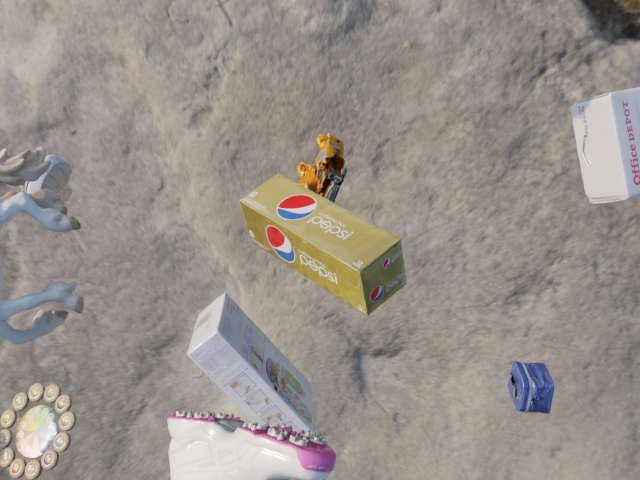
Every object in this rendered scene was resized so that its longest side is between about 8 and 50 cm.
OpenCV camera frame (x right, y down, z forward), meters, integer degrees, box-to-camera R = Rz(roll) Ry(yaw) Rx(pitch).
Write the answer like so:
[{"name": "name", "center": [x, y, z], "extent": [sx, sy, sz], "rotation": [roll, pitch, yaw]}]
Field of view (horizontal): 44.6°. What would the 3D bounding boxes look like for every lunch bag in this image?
[{"name": "lunch bag", "center": [0.360, 0.256, 1.349], "extent": [0.065, 0.098, 0.067], "rotation": [4, 110, 0]}]

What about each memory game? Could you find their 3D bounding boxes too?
[{"name": "memory game", "center": [-0.543, 0.360, 1.479], "extent": [0.186, 0.012, 0.186], "rotation": [-10, 64, 20]}]

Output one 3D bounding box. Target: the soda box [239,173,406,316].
[{"name": "soda box", "center": [0.000, 0.000, 0.780], "extent": [0.058, 0.061, 0.181], "rotation": [-37, 46, -26]}]

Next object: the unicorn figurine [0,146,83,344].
[{"name": "unicorn figurine", "center": [-0.196, 0.025, 0.451], "extent": [0.111, 0.060, 0.162], "rotation": [-1, 67, -38]}]

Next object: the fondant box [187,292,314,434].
[{"name": "fondant box", "center": [-0.154, 0.303, 1.810], "extent": [0.096, 0.238, 0.330], "rotation": [-40, 104, 9]}]

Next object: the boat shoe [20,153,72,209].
[{"name": "boat shoe", "center": [-0.573, -0.118, 1.586], "extent": [0.094, 0.302, 0.109], "rotation": [36, 73, -7]}]

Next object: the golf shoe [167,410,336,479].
[{"name": "golf shoe", "center": [-0.102, 0.317, 1.081], "extent": [0.115, 0.306, 0.140], "rotation": [19, 74, -44]}]

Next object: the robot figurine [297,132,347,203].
[{"name": "robot figurine", "center": [-0.013, -0.126, 1.888], "extent": [0.085, 0.211, 0.291], "rotation": [27, 36, -13]}]

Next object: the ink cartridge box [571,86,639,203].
[{"name": "ink cartridge box", "center": [0.349, -0.106, 0.811], "extent": [0.150, 0.063, 0.109], "rotation": [-13, 94, -18]}]
